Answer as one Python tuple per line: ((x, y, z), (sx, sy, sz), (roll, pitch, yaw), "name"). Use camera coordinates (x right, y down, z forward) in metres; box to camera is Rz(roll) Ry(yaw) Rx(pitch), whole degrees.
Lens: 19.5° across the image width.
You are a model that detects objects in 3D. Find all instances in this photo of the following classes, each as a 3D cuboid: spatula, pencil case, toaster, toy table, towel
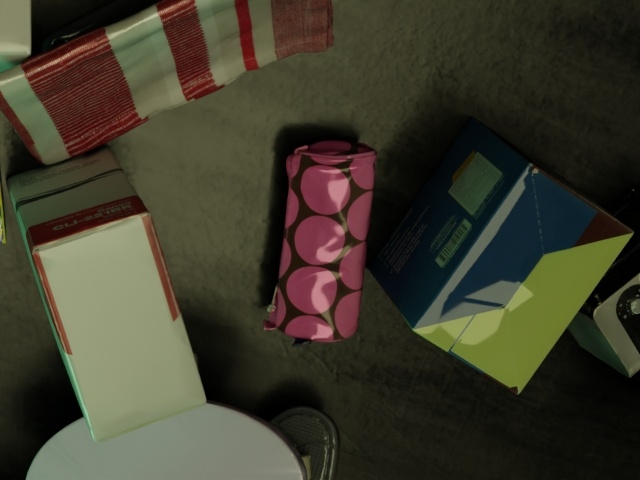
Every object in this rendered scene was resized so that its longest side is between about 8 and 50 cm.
((-0.139, -0.249, 1.828), (0.296, 0.030, 0.084), (-27, 112, -3), "spatula")
((0.000, 0.000, 1.904), (0.098, 0.095, 0.209), (7, 103, 2), "pencil case")
((0.325, 0.039, 1.943), (0.168, 0.186, 0.110), (-38, 113, -7), "toaster")
((-0.141, 0.243, 1.871), (0.274, 0.161, 0.252), (8, 91, 8), "toy table")
((-0.139, -0.172, 1.754), (0.329, 0.237, 0.037), (-24, 77, -4), "towel")

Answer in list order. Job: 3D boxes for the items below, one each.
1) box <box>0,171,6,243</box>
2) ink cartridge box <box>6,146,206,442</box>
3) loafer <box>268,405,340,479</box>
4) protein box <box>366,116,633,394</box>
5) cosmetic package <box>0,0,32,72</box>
((-0.343, -0.081, 1.824), (0.059, 0.054, 0.169), (-6, 107, -10), "box")
((-0.208, 0.043, 1.775), (0.114, 0.273, 0.197), (-19, 109, -10), "ink cartridge box")
((-0.056, 0.312, 1.996), (0.109, 0.095, 0.302), (23, 97, 14), "loafer")
((0.175, 0.011, 1.880), (0.136, 0.201, 0.200), (32, 98, -19), "protein box")
((-0.444, -0.251, 1.678), (0.365, 0.155, 0.197), (-1, 86, -11), "cosmetic package")
